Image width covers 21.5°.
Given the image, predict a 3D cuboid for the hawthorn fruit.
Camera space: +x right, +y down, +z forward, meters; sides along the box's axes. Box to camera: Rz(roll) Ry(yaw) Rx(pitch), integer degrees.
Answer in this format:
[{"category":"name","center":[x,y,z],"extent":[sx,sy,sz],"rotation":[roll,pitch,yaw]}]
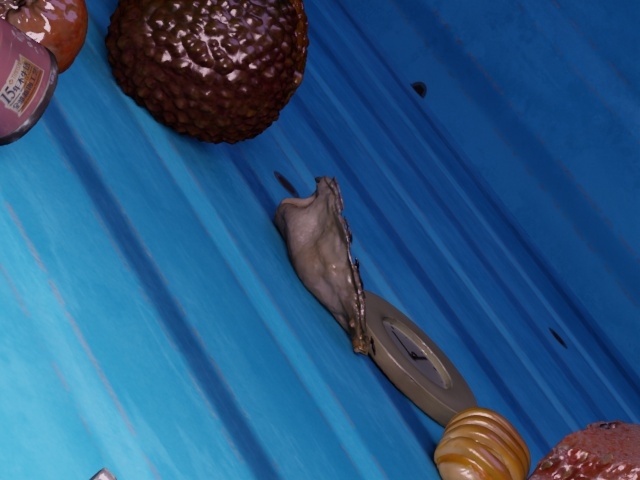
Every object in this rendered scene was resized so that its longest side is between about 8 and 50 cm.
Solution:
[{"category":"hawthorn fruit","center":[-0.319,-0.222,1.804],"extent":[0.149,0.149,0.189],"rotation":[54,-25,27]}]

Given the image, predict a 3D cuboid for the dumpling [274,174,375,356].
[{"category":"dumpling","center":[-0.003,0.004,2.186],"extent":[0.332,0.086,0.166],"rotation":[-114,-170,-54]}]

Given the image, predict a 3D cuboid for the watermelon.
[{"category":"watermelon","center":[0.292,0.299,1.890],"extent":[0.193,0.256,0.140],"rotation":[46,7,38]}]

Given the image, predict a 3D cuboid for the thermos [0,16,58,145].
[{"category":"thermos","center":[-0.397,-0.216,1.533],"extent":[0.330,0.109,0.136],"rotation":[34,19,-43]}]

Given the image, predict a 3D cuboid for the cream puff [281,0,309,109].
[{"category":"cream puff","center":[-0.139,-0.323,2.436],"extent":[0.303,0.212,0.303],"rotation":[39,16,-14]}]

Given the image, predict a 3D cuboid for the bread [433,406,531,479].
[{"category":"bread","center":[0.202,0.270,2.066],"extent":[0.119,0.084,0.177],"rotation":[47,17,0]}]

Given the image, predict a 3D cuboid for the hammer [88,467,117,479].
[{"category":"hammer","center":[-0.145,0.249,1.146],"extent":[0.111,0.033,0.287],"rotation":[45,14,-6]}]

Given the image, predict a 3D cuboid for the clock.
[{"category":"clock","center":[0.120,0.159,2.254],"extent":[0.235,0.029,0.235],"rotation":[42,13,-12]}]

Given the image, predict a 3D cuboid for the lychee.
[{"category":"lychee","center":[-0.144,-0.245,2.170],"extent":[0.271,0.236,0.236],"rotation":[16,29,-34]}]
